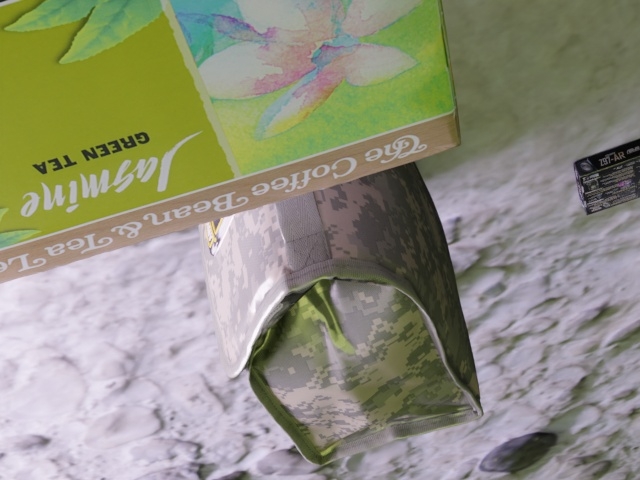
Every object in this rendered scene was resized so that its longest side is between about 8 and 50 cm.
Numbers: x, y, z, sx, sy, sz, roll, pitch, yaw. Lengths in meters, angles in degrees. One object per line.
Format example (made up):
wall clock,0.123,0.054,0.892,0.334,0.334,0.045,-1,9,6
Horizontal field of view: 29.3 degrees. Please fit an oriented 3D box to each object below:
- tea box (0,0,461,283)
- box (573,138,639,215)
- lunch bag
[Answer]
tea box,-0.124,-0.173,0.626,0.329,0.220,0.323,-17,146,3
box,0.275,-0.060,1.113,0.083,0.018,0.067,-20,145,7
lunch bag,0.000,0.000,0.902,0.169,0.235,0.287,-18,146,9
